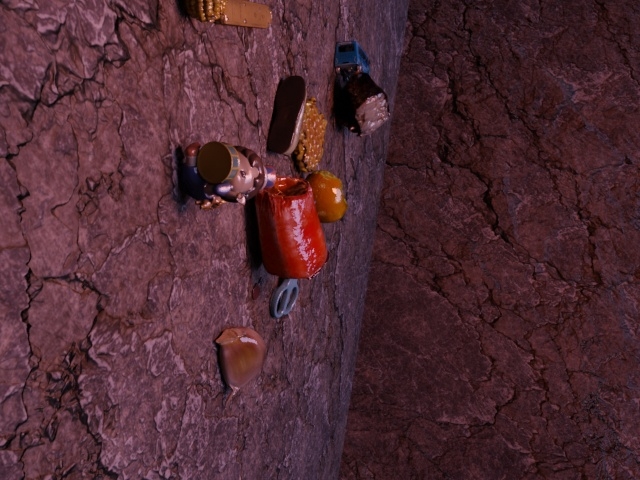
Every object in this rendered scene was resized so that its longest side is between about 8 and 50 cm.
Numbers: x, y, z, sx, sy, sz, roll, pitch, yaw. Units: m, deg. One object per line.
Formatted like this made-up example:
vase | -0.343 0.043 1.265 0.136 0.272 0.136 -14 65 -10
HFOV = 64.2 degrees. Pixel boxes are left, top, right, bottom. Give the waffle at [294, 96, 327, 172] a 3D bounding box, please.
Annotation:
waffle | -0.039 -0.398 1.938 0.301 0.058 0.281 -27 123 -71

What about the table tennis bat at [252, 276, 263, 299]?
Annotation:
table tennis bat | -0.206 0.156 1.679 0.050 0.007 0.083 74 30 -50

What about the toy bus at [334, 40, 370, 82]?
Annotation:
toy bus | 0.147 -0.802 2.299 0.246 0.114 0.134 -7 97 -71

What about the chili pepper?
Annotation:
chili pepper | -0.088 -0.056 1.626 0.251 0.229 0.305 -37 134 -45

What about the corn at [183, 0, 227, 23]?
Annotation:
corn | -0.262 -0.617 1.079 0.101 0.101 0.291 -58 146 -55

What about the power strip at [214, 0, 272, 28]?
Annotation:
power strip | -0.203 -0.601 1.355 0.305 0.044 0.064 -44 137 -62

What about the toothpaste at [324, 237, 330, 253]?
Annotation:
toothpaste | 0.000 0.000 2.186 0.193 0.070 0.044 67 35 -59

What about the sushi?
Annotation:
sushi | 0.176 -0.604 2.299 0.234 0.207 0.348 -37 166 -1

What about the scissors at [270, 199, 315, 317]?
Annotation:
scissors | -0.085 0.065 1.865 0.193 0.029 0.446 1 106 -70

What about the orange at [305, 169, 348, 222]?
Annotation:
orange | 0.012 -0.151 1.980 0.237 0.180 0.158 78 28 -63

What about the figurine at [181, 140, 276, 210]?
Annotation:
figurine | -0.218 -0.167 1.262 0.161 0.158 0.275 56 21 4

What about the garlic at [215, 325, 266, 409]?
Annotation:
garlic | -0.234 0.370 1.535 0.128 0.149 0.266 -140 -136 -66

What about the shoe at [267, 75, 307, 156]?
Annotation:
shoe | -0.100 -0.405 1.672 0.098 0.103 0.274 33 71 -73
